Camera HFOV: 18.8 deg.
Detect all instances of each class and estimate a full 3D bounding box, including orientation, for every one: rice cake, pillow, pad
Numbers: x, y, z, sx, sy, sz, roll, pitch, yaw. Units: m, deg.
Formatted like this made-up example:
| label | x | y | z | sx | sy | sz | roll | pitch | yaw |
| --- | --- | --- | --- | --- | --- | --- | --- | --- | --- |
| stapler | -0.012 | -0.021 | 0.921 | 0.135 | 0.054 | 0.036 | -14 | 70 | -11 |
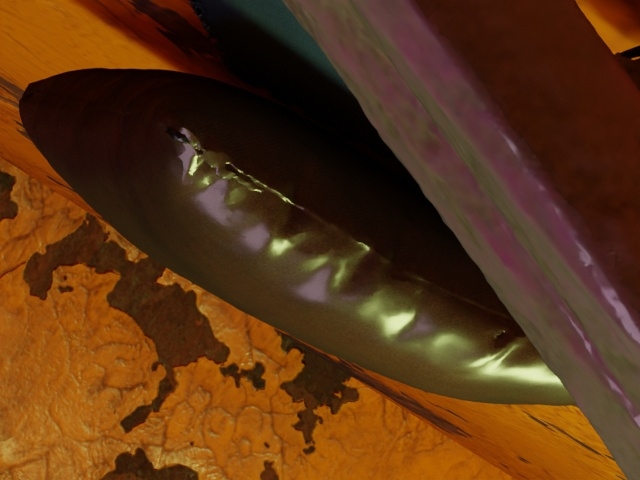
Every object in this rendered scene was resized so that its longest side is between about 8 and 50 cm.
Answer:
| label | x | y | z | sx | sy | sz | roll | pitch | yaw |
| --- | --- | --- | --- | --- | --- | --- | --- | --- | --- |
| rice cake | 0.078 | -0.003 | 0.552 | 0.298 | 0.050 | 0.106 | 54 | 168 | -2 |
| pillow | 0.000 | 0.000 | 1.064 | 0.308 | 0.108 | 0.305 | 28 | 176 | -22 |
| pad | 0.044 | -0.058 | 0.878 | 0.269 | 0.012 | 0.269 | 29 | 174 | 11 |

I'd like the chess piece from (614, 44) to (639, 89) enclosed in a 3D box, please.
| label | x | y | z | sx | sy | sz | roll | pitch | yaw |
| --- | --- | --- | --- | --- | --- | --- | --- | --- | --- |
| chess piece | 0.127 | -0.026 | 0.553 | 0.060 | 0.060 | 0.172 | 34 | 175 | -28 |
